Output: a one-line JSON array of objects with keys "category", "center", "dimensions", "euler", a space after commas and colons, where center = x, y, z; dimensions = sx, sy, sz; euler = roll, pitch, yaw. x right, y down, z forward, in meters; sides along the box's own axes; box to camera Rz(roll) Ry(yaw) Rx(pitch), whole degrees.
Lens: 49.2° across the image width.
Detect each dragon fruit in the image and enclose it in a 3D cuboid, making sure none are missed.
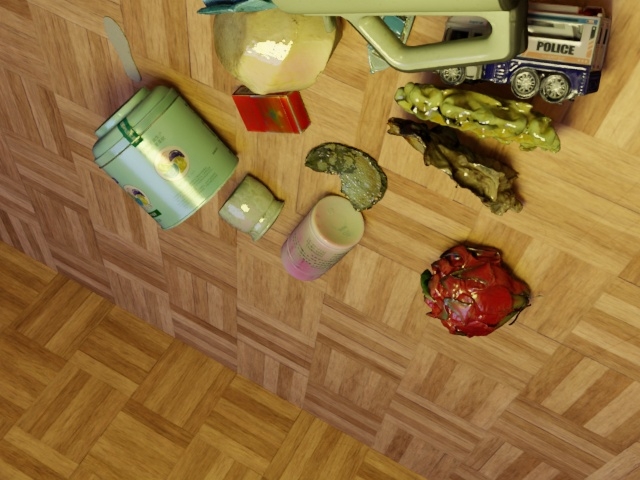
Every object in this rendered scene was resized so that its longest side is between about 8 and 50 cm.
[{"category": "dragon fruit", "center": [0.390, 0.121, 1.692], "dimensions": [0.293, 0.234, 0.234], "euler": [-4, 141, 0]}]

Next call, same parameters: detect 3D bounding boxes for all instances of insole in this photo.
[{"category": "insole", "center": [-0.520, -0.500, 1.840], "dimensions": [0.065, 0.004, 0.197], "euler": [14, 142, 28]}]

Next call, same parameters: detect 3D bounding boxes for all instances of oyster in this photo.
[{"category": "oyster", "center": [0.291, -0.153, 1.428], "dimensions": [0.361, 0.221, 0.096], "euler": [33, 110, -10]}]

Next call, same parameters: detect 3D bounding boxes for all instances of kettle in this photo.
[{"category": "kettle", "center": [0.129, -0.422, 1.077], "dimensions": [0.376, 0.250, 0.361], "euler": [10, 134, 25]}]

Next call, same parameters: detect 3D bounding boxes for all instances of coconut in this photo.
[{"category": "coconut", "center": [-0.070, -0.408, 1.363], "dimensions": [0.259, 0.259, 0.259], "euler": [23, 146, 17]}]

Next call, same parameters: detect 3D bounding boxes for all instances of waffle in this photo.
[{"category": "waffle", "center": [0.292, -0.228, 1.289], "dimensions": [0.317, 0.297, 0.073], "euler": [18, 100, 10]}]

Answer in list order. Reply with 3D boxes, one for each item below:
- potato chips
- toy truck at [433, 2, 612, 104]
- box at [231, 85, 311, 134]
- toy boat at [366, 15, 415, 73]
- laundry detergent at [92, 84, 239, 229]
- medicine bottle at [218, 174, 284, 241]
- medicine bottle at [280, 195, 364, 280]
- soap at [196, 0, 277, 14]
[{"category": "potato chips", "center": [0.063, -0.165, 1.745], "dimensions": [0.220, 0.029, 0.202], "euler": [28, 146, 5]}, {"category": "toy truck", "center": [0.336, -0.326, 1.184], "dimensions": [0.268, 0.124, 0.155], "euler": [16, 110, 27]}, {"category": "box", "center": [-0.119, -0.316, 1.683], "dimensions": [0.175, 0.048, 0.112], "euler": [10, 138, 34]}, {"category": "toy boat", "center": [0.132, -0.391, 1.356], "dimensions": [0.069, 0.059, 0.173], "euler": [33, 147, 2]}, {"category": "laundry detergent", "center": [-0.419, -0.232, 1.839], "dimensions": [0.305, 0.287, 0.287], "euler": [47, 145, -20]}, {"category": "medicine bottle", "center": [-0.192, -0.088, 1.952], "dimensions": [0.143, 0.147, 0.147], "euler": [39, 147, -10]}, {"category": "medicine bottle", "center": [0.000, 0.000, 1.892], "dimensions": [0.152, 0.152, 0.254], "euler": [37, 148, -5]}, {"category": "soap", "center": [-0.119, -0.529, 1.221], "dimensions": [0.156, 0.293, 0.077], "euler": [10, 178, 35]}]
